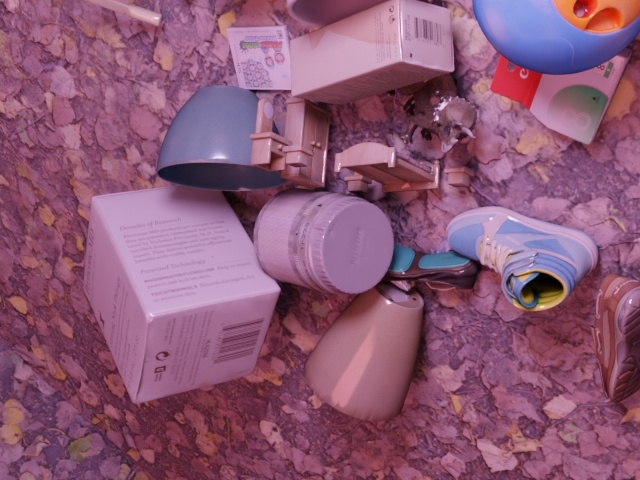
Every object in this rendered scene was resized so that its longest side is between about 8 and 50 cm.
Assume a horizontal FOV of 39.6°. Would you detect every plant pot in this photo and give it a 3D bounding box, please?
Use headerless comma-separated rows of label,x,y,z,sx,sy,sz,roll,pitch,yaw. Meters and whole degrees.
plant pot,-0.216,-0.234,1.996,0.290,0.290,0.195,-5,78,37
plant pot,0.126,0.232,2.068,0.256,0.256,0.274,30,116,16

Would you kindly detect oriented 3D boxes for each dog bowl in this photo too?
dog bowl,0.069,-0.471,1.610,0.265,0.265,0.104,-5,86,37

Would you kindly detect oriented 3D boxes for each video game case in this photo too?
video game case,-0.128,-0.403,1.967,0.157,0.019,0.143,7,122,31

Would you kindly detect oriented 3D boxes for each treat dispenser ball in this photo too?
treat dispenser ball,0.386,-0.410,1.419,0.288,0.288,0.288,18,127,25

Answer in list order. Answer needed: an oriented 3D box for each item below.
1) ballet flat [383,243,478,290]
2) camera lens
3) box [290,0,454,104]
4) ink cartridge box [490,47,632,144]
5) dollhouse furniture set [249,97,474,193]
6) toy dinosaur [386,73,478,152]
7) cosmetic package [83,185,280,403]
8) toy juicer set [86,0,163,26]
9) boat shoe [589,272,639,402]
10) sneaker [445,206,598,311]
ballet flat,0.218,0.070,1.984,0.281,0.095,0.096,7,131,32
camera lens,0.000,0.000,1.960,0.274,0.219,0.219,11,126,53
box,0.090,-0.352,1.694,0.311,0.148,0.121,-7,84,48
ink cartridge box,0.426,-0.301,1.624,0.225,0.056,0.181,26,130,17
dollhouse furniture set,0.088,-0.214,1.804,0.356,0.303,0.173,-2,79,34
toy dinosaur,0.214,-0.288,1.753,0.160,0.121,0.313,-39,61,41
cosmetic package,-0.349,0.117,2.147,0.393,0.328,0.329,56,143,36
toy juicer set,-0.365,-0.602,1.972,0.209,0.089,0.329,34,132,-13
boat shoe,0.607,0.193,1.789,0.116,0.123,0.324,50,155,46
sneaker,0.370,0.038,1.774,0.319,0.208,0.127,11,125,30
